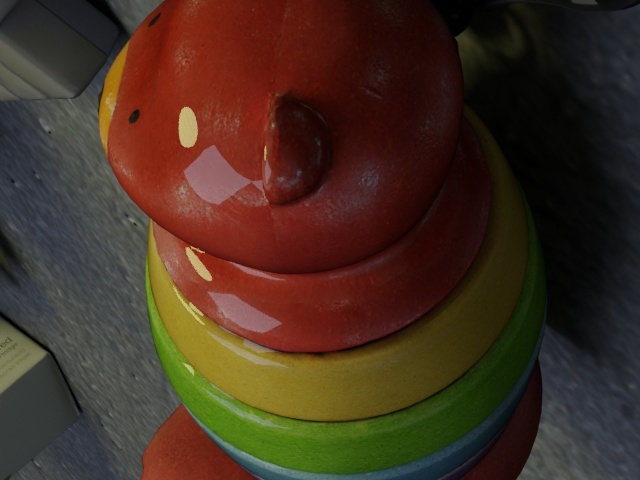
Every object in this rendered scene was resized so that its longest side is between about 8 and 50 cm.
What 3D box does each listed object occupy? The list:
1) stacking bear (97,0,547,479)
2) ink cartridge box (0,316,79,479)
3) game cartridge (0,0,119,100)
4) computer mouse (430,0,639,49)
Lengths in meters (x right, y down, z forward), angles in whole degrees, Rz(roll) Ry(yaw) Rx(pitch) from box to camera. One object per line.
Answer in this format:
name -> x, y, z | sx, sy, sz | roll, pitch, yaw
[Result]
stacking bear -> 0.000, 0.000, 0.731 | 0.164, 0.175, 0.289 | 9, 154, 12
ink cartridge box -> -0.326, 0.114, 1.582 | 0.219, 0.160, 0.093 | 31, 152, 35
game cartridge -> -0.281, -0.190, 0.996 | 0.355, 0.068, 0.230 | 38, 160, -27
computer mouse -> 0.025, -0.146, 0.611 | 0.184, 0.060, 0.262 | 47, 171, -9
